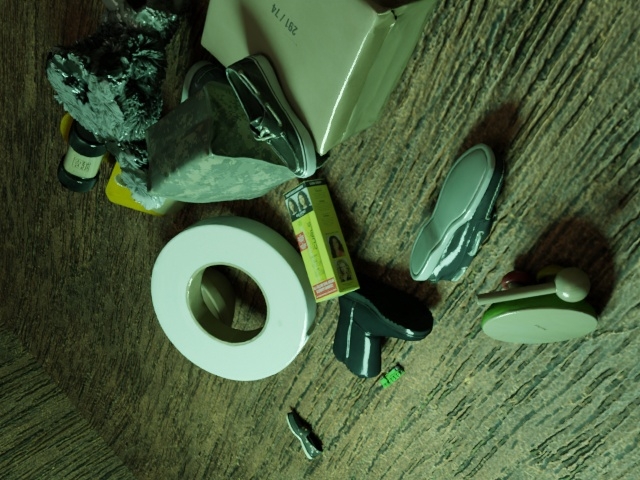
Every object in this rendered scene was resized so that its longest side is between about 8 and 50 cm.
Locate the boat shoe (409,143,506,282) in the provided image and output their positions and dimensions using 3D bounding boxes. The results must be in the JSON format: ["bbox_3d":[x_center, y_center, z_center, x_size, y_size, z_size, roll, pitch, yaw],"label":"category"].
[{"bbox_3d":[0.245,-0.039,1.327,0.302,0.091,0.114,117,155,-49],"label":"boat shoe"}]

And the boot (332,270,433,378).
[{"bbox_3d":[0.123,0.197,1.606,0.246,0.094,0.207,28,131,39],"label":"boot"}]

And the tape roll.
[{"bbox_3d":[-0.198,0.134,1.794,0.392,0.072,0.392,7,112,17],"label":"tape roll"}]

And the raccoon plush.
[{"bbox_3d":[-0.369,-0.326,1.636,0.216,0.299,0.446,24,145,25],"label":"raccoon plush"}]

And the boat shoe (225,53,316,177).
[{"bbox_3d":[-0.085,-0.194,1.288,0.078,0.070,0.219,-20,101,55],"label":"boat shoe"}]

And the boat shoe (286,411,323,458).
[{"bbox_3d":[-0.040,0.495,2.029,0.042,0.049,0.133,-36,81,23],"label":"boat shoe"}]

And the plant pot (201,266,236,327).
[{"bbox_3d":[-0.290,0.147,1.981,0.237,0.110,0.237,26,133,32],"label":"plant pot"}]

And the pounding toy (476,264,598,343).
[{"bbox_3d":[0.348,0.082,1.279,0.183,0.110,0.237,-6,154,17],"label":"pounding toy"}]

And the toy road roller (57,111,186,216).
[{"bbox_3d":[-0.437,-0.227,1.839,0.330,0.240,0.202,20,144,-16],"label":"toy road roller"}]

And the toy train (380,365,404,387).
[{"bbox_3d":[0.154,0.295,1.708,0.023,0.017,0.083,56,142,16],"label":"toy train"}]

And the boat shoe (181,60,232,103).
[{"bbox_3d":[-0.236,-0.215,1.669,0.099,0.116,0.319,32,130,29],"label":"boat shoe"}]

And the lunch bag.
[{"bbox_3d":[-0.155,-0.171,1.520,0.235,0.287,0.168,-23,67,46],"label":"lunch bag"}]

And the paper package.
[{"bbox_3d":[-0.013,-0.361,1.285,0.325,0.168,0.309,44,140,17],"label":"paper package"}]

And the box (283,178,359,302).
[{"bbox_3d":[0.000,0.000,1.572,0.087,0.058,0.232,-25,80,51],"label":"box"}]
